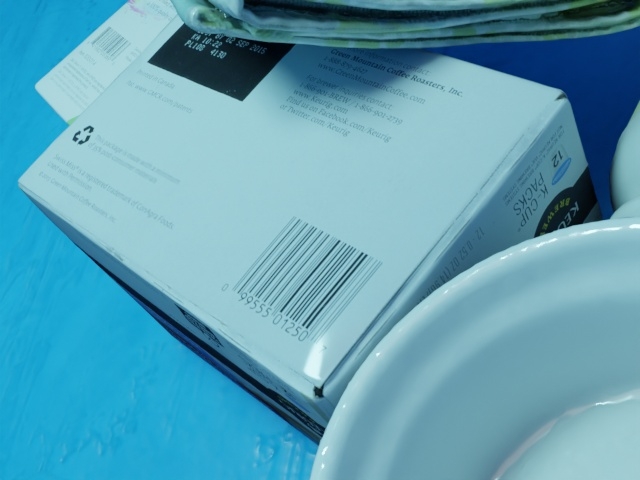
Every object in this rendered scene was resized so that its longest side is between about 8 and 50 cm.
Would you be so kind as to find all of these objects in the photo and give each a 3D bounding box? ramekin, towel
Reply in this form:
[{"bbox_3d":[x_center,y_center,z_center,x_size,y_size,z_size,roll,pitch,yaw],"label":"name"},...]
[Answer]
[{"bbox_3d":[0.142,0.137,0.415,0.277,0.135,0.277,-18,46,20],"label":"ramekin"},{"bbox_3d":[0.031,-0.230,0.699,0.320,0.090,0.374,-6,29,-17],"label":"towel"}]

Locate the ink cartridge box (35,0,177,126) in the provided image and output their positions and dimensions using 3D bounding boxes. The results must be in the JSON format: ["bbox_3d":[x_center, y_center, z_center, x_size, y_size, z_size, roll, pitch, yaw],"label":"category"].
[{"bbox_3d":[-0.097,-0.204,0.962,0.353,0.119,0.207,-44,48,-6],"label":"ink cartridge box"}]

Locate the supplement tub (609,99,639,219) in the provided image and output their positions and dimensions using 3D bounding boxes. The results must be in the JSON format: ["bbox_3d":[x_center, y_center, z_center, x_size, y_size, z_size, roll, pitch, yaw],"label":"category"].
[{"bbox_3d":[0.317,-0.075,0.551,0.235,0.235,0.325,16,66,37],"label":"supplement tub"}]

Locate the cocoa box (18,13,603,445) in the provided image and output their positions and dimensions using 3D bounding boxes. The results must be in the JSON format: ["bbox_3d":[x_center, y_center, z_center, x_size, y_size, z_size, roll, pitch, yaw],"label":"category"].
[{"bbox_3d":[0.000,0.000,0.679,0.347,0.228,0.231,28,71,40],"label":"cocoa box"}]
